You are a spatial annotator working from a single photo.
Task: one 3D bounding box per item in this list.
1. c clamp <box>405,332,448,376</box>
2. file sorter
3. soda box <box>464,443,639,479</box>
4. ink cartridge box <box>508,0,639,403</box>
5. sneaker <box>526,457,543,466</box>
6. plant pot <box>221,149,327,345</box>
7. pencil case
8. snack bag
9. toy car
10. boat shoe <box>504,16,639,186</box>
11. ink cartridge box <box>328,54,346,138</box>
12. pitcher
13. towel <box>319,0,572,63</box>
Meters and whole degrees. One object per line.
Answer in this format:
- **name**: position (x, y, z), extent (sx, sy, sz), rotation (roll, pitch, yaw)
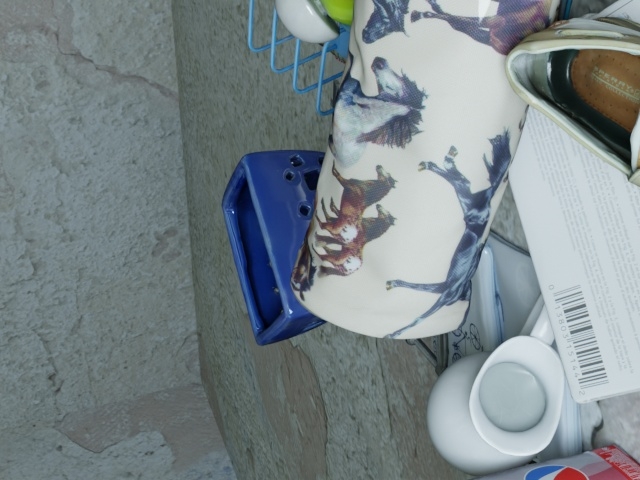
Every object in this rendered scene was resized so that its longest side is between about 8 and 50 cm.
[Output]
- **c clamp**: position (0.135, 0.128, 1.406), extent (0.161, 0.022, 0.137), rotation (-125, 26, -59)
- **file sorter**: position (0.015, -0.205, 1.141), extent (0.170, 0.104, 0.118), rotation (45, 149, 28)
- **soda box**: position (0.181, 0.269, 1.014), extent (0.083, 0.263, 0.092), rotation (-141, 45, -64)
- **ink cartridge box**: position (0.265, -0.040, 0.867), extent (0.261, 0.066, 0.296), rotation (-27, 75, 54)
- **sneaker**: position (0.231, 0.265, 1.172), extent (0.083, 0.036, 0.032), rotation (-123, 26, -43)
- **plant pot**: position (0.000, 0.000, 1.554), extent (0.236, 0.212, 0.236), rotation (128, 128, -71)
- **pencil case**: position (0.078, -0.106, 0.925), extent (0.183, 0.160, 0.411), rotation (29, 123, 31)
- **snack bag**: position (0.204, 0.146, 1.274), extent (0.342, 0.037, 0.323), rotation (-142, 42, -66)
- **toy car**: position (0.036, -0.257, 1.029), extent (0.136, 0.159, 0.182), rotation (37, -155, -51)
- **boat shoe**: position (0.247, -0.069, 0.735), extent (0.302, 0.103, 0.113), rotation (35, 125, 47)
- **ink cartridge box**: position (0.075, -0.138, 1.360), extent (0.158, 0.092, 0.218), rotation (-135, 46, -63)
- **pitcher**: position (0.186, 0.145, 1.110), extent (0.178, 0.125, 0.207), rotation (-61, -5, -19)
- **towel**: position (0.094, -0.249, 1.118), extent (0.370, 0.040, 0.272), rotation (38, 143, 35)
